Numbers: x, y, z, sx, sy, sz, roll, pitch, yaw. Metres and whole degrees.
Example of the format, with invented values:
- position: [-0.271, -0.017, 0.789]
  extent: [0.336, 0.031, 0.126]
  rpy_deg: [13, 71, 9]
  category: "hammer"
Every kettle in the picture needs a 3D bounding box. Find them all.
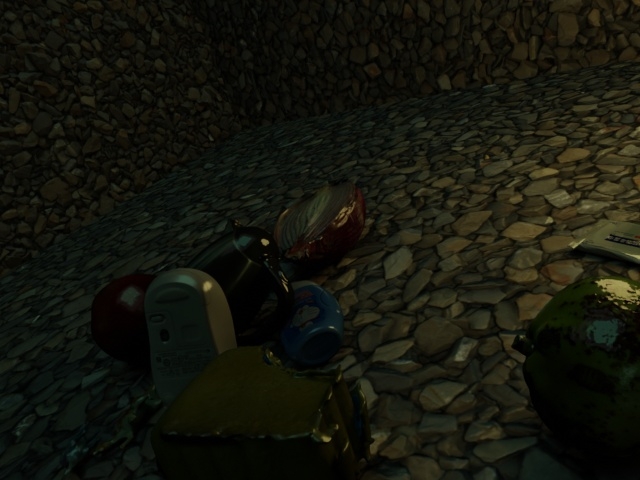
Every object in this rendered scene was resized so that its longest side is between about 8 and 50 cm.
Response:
- position: [-0.196, 0.092, 1.169]
  extent: [0.271, 0.207, 0.251]
  rpy_deg: [-50, 29, 23]
  category: "kettle"

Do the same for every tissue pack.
- position: [0.620, 0.004, 1.042]
  extent: [0.122, 0.026, 0.193]
  rpy_deg: [-32, 27, -22]
  category: "tissue pack"

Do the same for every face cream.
- position: [-0.030, 0.167, 1.149]
  extent: [0.149, 0.083, 0.264]
  rpy_deg: [-32, 25, -1]
  category: "face cream"

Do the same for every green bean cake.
- position: [-0.062, 0.295, 0.810]
  extent: [0.309, 0.202, 0.285]
  rpy_deg: [-8, 16, 24]
  category: "green bean cake"

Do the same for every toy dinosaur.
- position: [-0.382, 0.358, 1.097]
  extent: [0.142, 0.057, 0.212]
  rpy_deg: [-37, 10, 11]
  category: "toy dinosaur"
- position: [-0.483, 0.413, 1.038]
  extent: [0.080, 0.045, 0.197]
  rpy_deg: [-48, 17, -1]
  category: "toy dinosaur"

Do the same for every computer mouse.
- position: [-0.260, 0.201, 1.059]
  extent: [0.184, 0.297, 0.121]
  rpy_deg: [-14, 3, 13]
  category: "computer mouse"

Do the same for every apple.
- position: [-0.446, 0.189, 1.273]
  extent: [0.201, 0.218, 0.218]
  rpy_deg: [-12, 26, 12]
  category: "apple"

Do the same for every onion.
- position: [0.000, 0.000, 1.391]
  extent: [0.267, 0.159, 0.349]
  rpy_deg: [-20, 29, 31]
  category: "onion"

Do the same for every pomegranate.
- position: [0.397, 0.177, 0.658]
  extent: [0.203, 0.222, 0.276]
  rpy_deg: [-18, 37, -36]
  category: "pomegranate"
